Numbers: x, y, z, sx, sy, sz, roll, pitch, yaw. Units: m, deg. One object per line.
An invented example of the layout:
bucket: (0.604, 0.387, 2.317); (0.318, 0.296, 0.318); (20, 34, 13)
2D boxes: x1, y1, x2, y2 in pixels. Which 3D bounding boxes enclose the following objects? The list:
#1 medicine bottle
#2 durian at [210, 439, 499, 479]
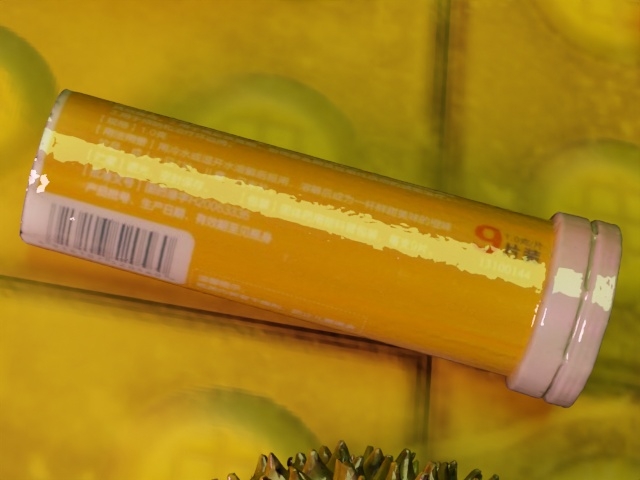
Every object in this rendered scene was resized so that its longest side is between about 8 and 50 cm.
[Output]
medicine bottle: (0.000, 0.000, 0.666); (0.218, 0.074, 0.074); (16, 56, -2)
durian: (0.052, 0.126, 0.586); (0.221, 0.095, 0.137); (25, 56, -4)
